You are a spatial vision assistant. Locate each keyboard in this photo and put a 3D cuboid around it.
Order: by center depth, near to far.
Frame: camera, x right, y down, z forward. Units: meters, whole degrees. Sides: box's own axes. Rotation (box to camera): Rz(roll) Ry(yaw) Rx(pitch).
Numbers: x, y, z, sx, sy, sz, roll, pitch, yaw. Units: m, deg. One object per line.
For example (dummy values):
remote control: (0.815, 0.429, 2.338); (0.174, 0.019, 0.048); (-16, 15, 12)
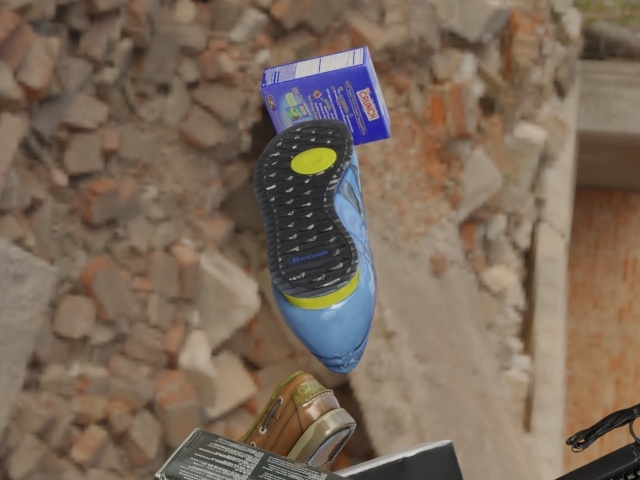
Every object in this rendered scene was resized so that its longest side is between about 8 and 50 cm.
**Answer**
keyboard: (0.400, 0.264, 1.663); (0.201, 0.317, 0.033); (47, 23, -31)

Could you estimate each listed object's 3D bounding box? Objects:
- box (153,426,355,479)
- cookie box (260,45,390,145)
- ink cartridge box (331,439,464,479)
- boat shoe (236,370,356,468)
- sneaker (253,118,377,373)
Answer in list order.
box: (-0.013, 0.206, 0.749); (0.077, 0.180, 0.147); (-45, 152, -73)
cookie box: (0.006, -0.133, 1.337); (0.040, 0.107, 0.091); (-86, 161, -50)
ink cartridge box: (-0.036, 0.294, 1.084); (0.069, 0.371, 0.175); (-32, -106, 67)
boat shoe: (-0.071, 0.294, 1.768); (0.307, 0.104, 0.111); (-52, 156, 25)
sneaker: (0.000, 0.000, 0.894); (0.209, 0.069, 0.082); (-95, 170, -52)
